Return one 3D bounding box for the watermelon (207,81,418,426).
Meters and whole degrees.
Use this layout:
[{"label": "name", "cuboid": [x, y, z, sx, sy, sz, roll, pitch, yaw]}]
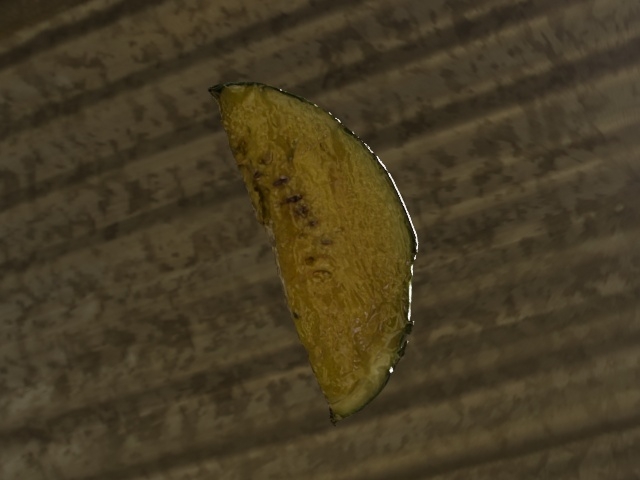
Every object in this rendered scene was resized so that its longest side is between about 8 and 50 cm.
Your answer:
[{"label": "watermelon", "cuboid": [0.000, 0.000, 1.021, 0.123, 0.129, 0.301, -11, -80, 53]}]
